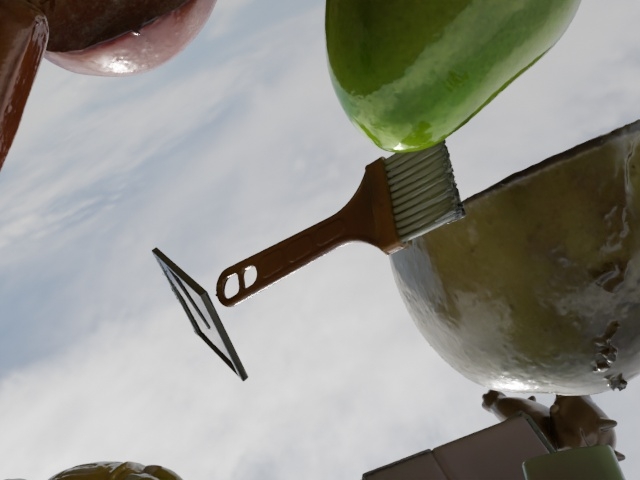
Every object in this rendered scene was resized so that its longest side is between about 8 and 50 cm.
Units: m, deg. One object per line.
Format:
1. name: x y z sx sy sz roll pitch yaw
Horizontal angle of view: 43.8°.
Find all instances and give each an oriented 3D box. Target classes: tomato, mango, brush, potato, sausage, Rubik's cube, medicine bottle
1. tomato: -0.262 -0.339 1.042 0.338 0.144 0.338 -4 -115 8
2. mango: 0.101 -0.203 0.614 0.273 0.185 0.149 -44 -161 -25
3. brush: 0.000 0.000 0.751 0.314 0.017 0.090 -28 -119 37
4. potato: 0.329 0.056 1.129 0.385 0.319 0.442 -19 175 -30
5. sausage: -0.184 -0.070 0.429 0.041 0.039 0.131 20 90 -79
6. Rubik's cube: 0.170 0.364 0.851 0.221 0.231 0.225 -15 -133 -21
7. medicine bottle: 0.200 0.214 0.595 0.074 0.055 0.118 -13 -156 8

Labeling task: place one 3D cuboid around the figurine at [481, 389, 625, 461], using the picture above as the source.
1. figurine: 0.454 0.356 1.514 0.173 0.177 0.247 -25 -174 -14

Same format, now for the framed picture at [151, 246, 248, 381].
1. framed picture: -0.134 0.084 0.891 0.011 0.149 0.109 -37 -135 -21

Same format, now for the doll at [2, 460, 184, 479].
1. doll: -0.393 0.442 1.327 0.423 0.161 0.348 0 180 -16
